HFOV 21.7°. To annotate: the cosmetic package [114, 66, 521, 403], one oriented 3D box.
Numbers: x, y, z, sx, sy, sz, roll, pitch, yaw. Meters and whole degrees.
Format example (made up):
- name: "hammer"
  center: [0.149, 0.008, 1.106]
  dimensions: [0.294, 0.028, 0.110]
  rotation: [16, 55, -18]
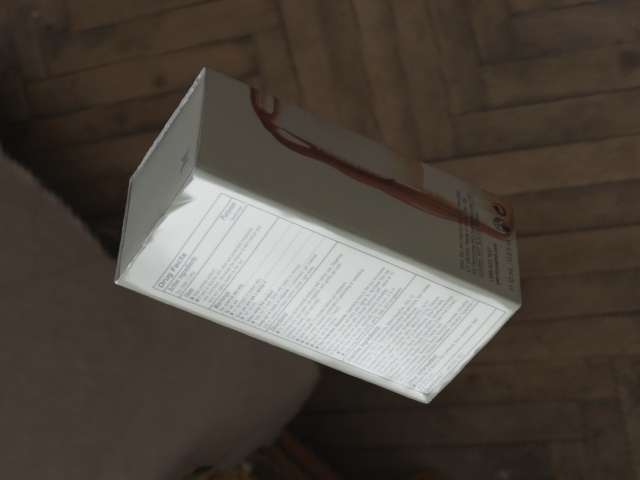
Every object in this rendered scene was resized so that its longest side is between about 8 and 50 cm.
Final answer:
- name: "cosmetic package"
  center: [0.000, 0.000, 1.362]
  dimensions: [0.296, 0.129, 0.153]
  rotation: [23, 131, -21]
